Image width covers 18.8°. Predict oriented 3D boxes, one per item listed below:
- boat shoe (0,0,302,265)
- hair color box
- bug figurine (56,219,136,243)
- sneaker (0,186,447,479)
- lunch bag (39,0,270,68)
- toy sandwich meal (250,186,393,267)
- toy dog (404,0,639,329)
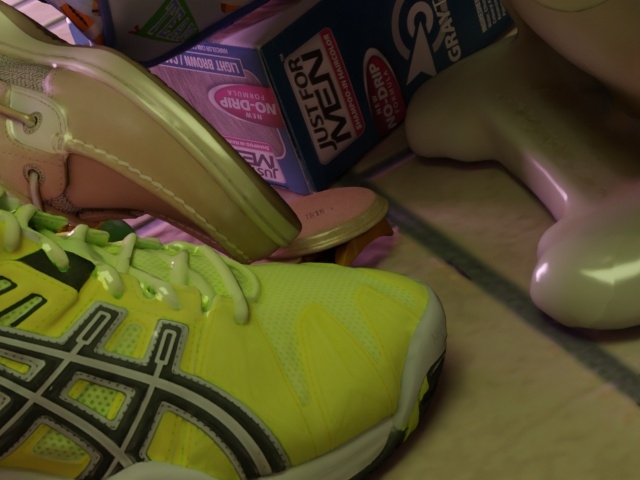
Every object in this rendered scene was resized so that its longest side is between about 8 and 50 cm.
[{"bbox_3d":[-0.134,-0.047,1.005,0.302,0.109,0.098,30,78,36],"label":"boat shoe"},{"bbox_3d":[0.031,-0.175,1.205,0.174,0.105,0.347,13,44,43],"label":"hair color box"},{"bbox_3d":[-0.208,0.034,1.033,0.216,0.072,0.279,-5,30,1],"label":"bug figurine"},{"bbox_3d":[-0.120,0.045,0.836,0.385,0.147,0.145,-7,24,-21],"label":"sneaker"},{"bbox_3d":[-0.060,-0.245,0.991,0.243,0.303,0.115,-34,54,-22],"label":"lunch bag"},{"bbox_3d":[0.000,0.000,1.023,0.086,0.029,0.085,-16,20,6],"label":"toy sandwich meal"},{"bbox_3d":[0.164,-0.221,0.902,0.395,0.408,0.284,-19,31,2],"label":"toy dog"}]
